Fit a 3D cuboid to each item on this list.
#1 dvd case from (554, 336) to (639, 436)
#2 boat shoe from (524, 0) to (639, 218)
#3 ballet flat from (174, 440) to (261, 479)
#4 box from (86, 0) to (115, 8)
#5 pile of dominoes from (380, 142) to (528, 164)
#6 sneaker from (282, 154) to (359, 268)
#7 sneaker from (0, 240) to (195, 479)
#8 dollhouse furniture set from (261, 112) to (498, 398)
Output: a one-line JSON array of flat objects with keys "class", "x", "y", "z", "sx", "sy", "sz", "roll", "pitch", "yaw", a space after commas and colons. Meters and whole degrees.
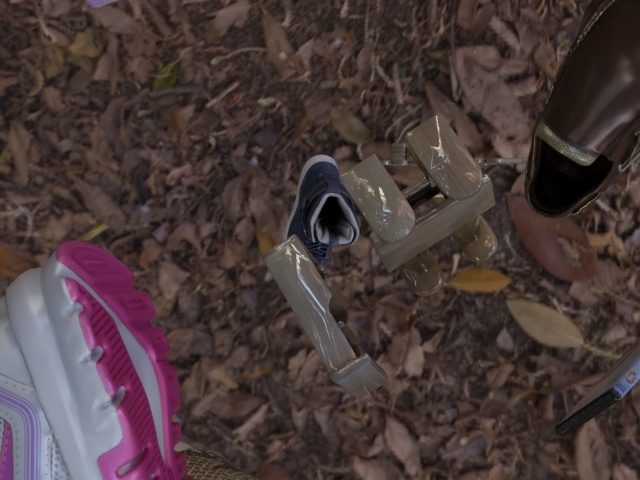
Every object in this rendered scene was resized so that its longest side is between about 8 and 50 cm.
[{"class": "dvd case", "x": 0.469, "y": 0.187, "z": 1.317, "sx": 0.022, "sy": 0.253, "sz": 0.180, "roll": 46, "pitch": 151, "yaw": 13}, {"class": "boat shoe", "x": 0.202, "y": -0.092, "z": 0.617, "sx": 0.095, "sy": 0.095, "sz": 0.257, "roll": 37, "pitch": 160, "yaw": 20}, {"class": "ballet flat", "x": -0.213, "y": 0.302, "z": 0.934, "sx": 0.182, "sy": 0.164, "sz": 0.483, "roll": 61, "pitch": 140, "yaw": 20}, {"class": "box", "x": -0.089, "y": -0.255, "z": 0.317, "sx": 0.213, "sy": 0.243, "sz": 0.117, "roll": 36, "pitch": 161, "yaw": -35}, {"class": "pile of dominoes", "x": 0.238, "y": -0.147, "z": 1.468, "sx": 0.251, "sy": 0.196, "sz": 0.040, "roll": 1, "pitch": 94, "yaw": 30}, {"class": "sneaker", "x": -0.002, "y": -0.001, "z": 1.383, "sx": 0.086, "sy": 0.163, "sz": 0.226, "roll": 0, "pitch": 120, "yaw": -14}, {"class": "sneaker", "x": -0.098, "y": 0.134, "z": 0.358, "sx": 0.111, "sy": 0.103, "sz": 0.252, "roll": -20, "pitch": 85, "yaw": 6}, {"class": "dollhouse furniture set", "x": 0.089, "y": 0.028, "z": 0.917, "sx": 0.242, "sy": 0.212, "sz": 0.161, "roll": -33, "pitch": 67, "yaw": 2}]
